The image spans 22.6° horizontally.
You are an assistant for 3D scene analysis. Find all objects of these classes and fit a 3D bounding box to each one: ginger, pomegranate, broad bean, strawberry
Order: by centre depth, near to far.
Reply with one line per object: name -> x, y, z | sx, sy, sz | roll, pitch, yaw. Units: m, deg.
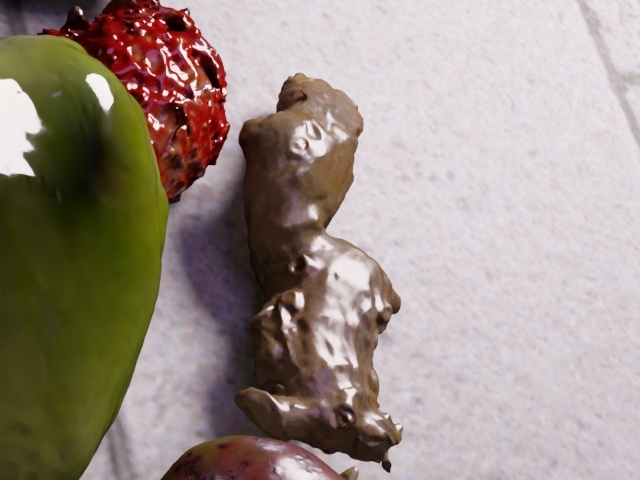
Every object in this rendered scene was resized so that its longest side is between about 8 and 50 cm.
broad bean -> -0.178, 0.014, 0.811 | 0.238, 0.119, 0.291 | 50, 48, -37
pomegranate -> -0.020, 0.169, 0.845 | 0.159, 0.129, 0.129 | 12, 53, -39
strawberry -> -0.120, -0.084, 0.977 | 0.192, 0.085, 0.140 | -33, 84, -43
ginger -> 0.000, 0.002, 1.000 | 0.122, 0.084, 0.290 | 11, 53, -21
